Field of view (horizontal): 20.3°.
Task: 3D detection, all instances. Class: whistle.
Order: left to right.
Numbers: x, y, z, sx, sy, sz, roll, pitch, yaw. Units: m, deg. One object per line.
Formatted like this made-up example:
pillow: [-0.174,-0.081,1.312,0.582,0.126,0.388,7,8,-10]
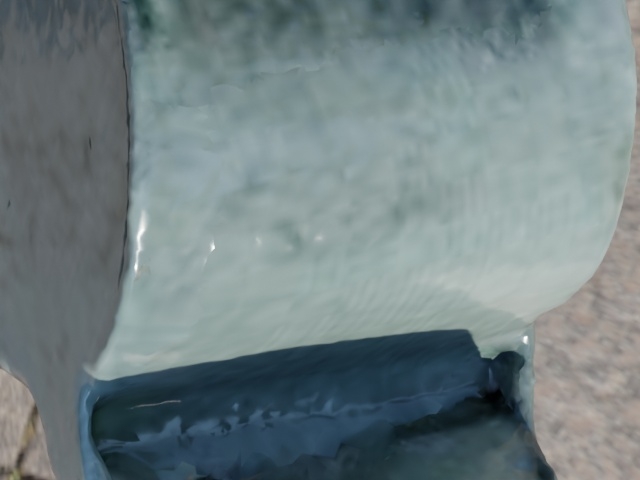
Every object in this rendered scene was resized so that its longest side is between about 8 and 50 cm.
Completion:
whistle: [-0.010,0.022,0.556,0.168,0.188,0.404,-6,80,-29]
